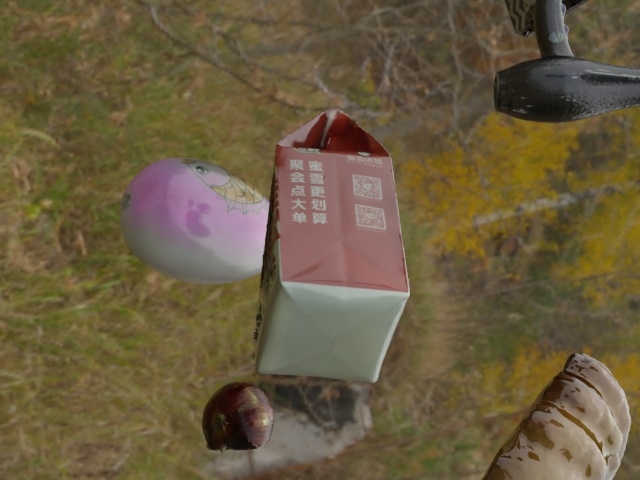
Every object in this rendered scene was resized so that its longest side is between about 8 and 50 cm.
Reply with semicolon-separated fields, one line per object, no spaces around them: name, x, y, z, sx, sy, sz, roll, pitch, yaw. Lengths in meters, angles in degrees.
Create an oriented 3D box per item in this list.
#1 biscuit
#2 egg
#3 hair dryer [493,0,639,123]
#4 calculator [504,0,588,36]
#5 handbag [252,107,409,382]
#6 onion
biscuit;0.206;0.263;1.036;0.326;0.107;0.326;-48;157;-28
egg;-0.184;-0.025;1.639;0.271;0.196;0.196;23;51;-47
hair dryer;0.280;-0.232;1.138;0.075;0.195;0.219;80;8;-71
calculator;0.422;-0.497;1.981;0.274;0.028;0.166;-21;-91;67
handbag;0.000;0.000;1.196;0.171;0.151;0.298;106;-16;-44
onion;-0.128;0.272;1.612;0.118;0.117;0.119;-4;90;-66
